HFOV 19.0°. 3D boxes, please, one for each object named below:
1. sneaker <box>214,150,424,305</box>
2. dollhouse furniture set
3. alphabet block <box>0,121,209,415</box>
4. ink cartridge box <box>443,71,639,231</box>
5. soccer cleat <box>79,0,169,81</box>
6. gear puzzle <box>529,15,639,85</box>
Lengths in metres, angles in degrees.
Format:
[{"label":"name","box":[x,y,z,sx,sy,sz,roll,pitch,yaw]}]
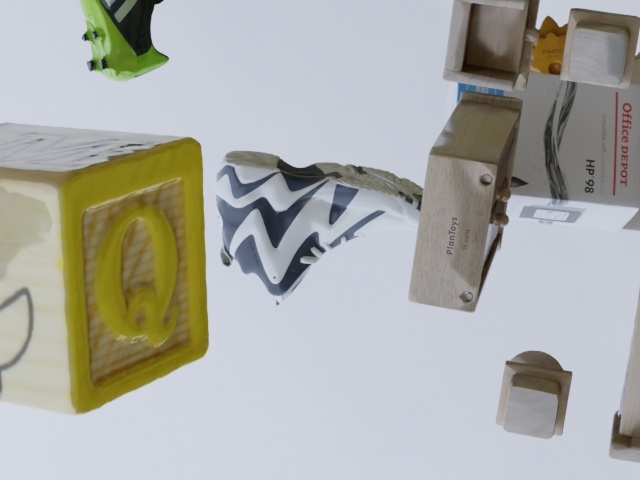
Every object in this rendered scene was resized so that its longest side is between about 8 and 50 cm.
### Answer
[{"label":"sneaker","box":[0.000,0.000,1.999,0.235,0.153,0.094,8,-162,-3]},{"label":"dollhouse furniture set","box":[0.253,-0.019,1.281,0.356,0.303,0.174,9,-162,8]},{"label":"alphabet block","box":[-0.221,0.015,1.517,0.193,0.197,0.192,-26,-63,-56]},{"label":"ink cartridge box","box":[0.185,-0.069,1.454,0.060,0.180,0.104,110,165,-71]},{"label":"soccer cleat","box":[-0.173,-0.223,1.597,0.060,0.072,0.179,11,116,58]},{"label":"gear puzzle","box":[0.322,-0.099,1.796,0.339,0.175,0.044,42,175,9]}]
